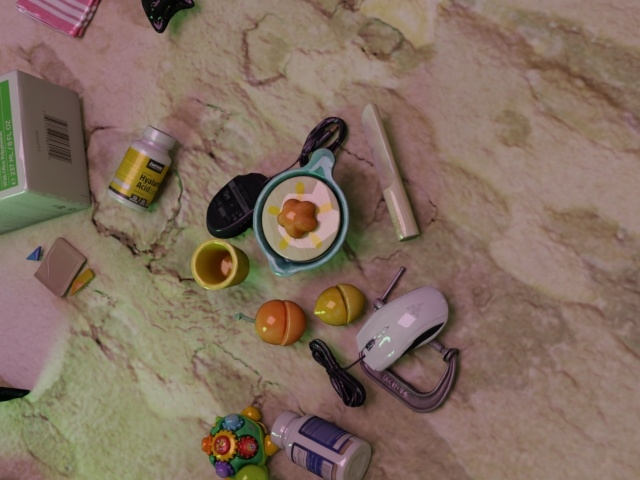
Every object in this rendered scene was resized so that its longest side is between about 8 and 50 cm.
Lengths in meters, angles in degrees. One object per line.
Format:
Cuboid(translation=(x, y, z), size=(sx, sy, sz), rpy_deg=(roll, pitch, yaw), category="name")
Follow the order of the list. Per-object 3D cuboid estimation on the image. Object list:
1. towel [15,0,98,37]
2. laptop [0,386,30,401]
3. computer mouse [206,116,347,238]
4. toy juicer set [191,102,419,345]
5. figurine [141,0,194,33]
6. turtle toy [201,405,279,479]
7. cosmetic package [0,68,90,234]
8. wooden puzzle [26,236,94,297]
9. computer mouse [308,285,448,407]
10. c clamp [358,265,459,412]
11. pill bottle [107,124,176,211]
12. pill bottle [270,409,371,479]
Cuboid(translation=(-0.391, -0.429, 1.951), size=(0.144, 0.029, 0.197), rpy_deg=(27, 93, 30), category="towel")
Cuboid(translation=(-0.608, 0.178, 1.819), size=(0.264, 0.234, 0.137), rpy_deg=(-15, 73, 26), category="laptop")
Cuboid(translation=(-0.058, -0.083, 1.692), size=(0.242, 0.041, 0.071), rpy_deg=(-35, 56, 11), category="computer mouse")
Cuboid(translation=(0.000, 0.000, 1.594), size=(0.329, 0.089, 0.209), rpy_deg=(-42, 72, 13), category="toy juicer set")
Cuboid(translation=(-0.209, -0.442, 1.823), size=(0.215, 0.092, 0.209), rpy_deg=(-35, 73, 11), category="figurine")
Cuboid(translation=(-0.106, 0.281, 1.617), size=(0.095, 0.066, 0.130), rpy_deg=(-45, 62, 13), category="turtle toy")
Cuboid(translation=(-0.546, -0.105, 1.894), size=(0.365, 0.155, 0.197), rpy_deg=(-16, 75, 24), category="cosmetic package")
Cuboid(translation=(-0.390, 0.041, 1.858), size=(0.078, 0.014, 0.116), rpy_deg=(-49, 61, 6), category="wooden puzzle")
Cuboid(translation=(0.074, 0.122, 1.546), size=(0.193, 0.042, 0.106), rpy_deg=(-40, 62, 22), category="computer mouse")
Cuboid(translation=(0.113, 0.132, 1.554), size=(0.160, 0.022, 0.137), rpy_deg=(42, 100, 30), category="c clamp")
Cuboid(translation=(-0.255, -0.105, 1.784), size=(0.065, 0.065, 0.116), rpy_deg=(29, 94, 30), category="pill bottle")
Cuboid(translation=(-0.002, 0.261, 1.564), size=(0.120, 0.067, 0.067), rpy_deg=(23, 91, 31), category="pill bottle")
